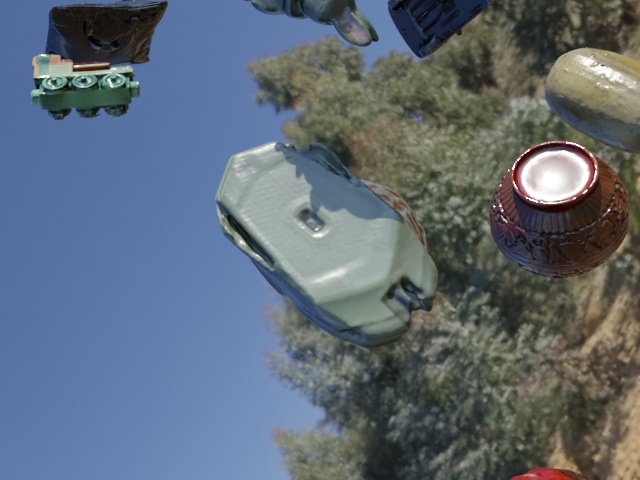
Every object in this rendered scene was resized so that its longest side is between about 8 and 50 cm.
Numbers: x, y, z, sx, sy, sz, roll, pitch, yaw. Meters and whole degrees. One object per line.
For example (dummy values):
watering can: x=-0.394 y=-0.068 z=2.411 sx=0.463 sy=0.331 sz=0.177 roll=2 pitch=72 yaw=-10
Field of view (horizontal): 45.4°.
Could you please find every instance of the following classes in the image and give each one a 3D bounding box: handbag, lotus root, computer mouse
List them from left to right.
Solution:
handbag: x=-0.465 y=-0.440 z=1.645 sx=0.254 sy=0.088 sz=0.211 roll=-13 pitch=-19 yaw=-31
computer mouse: x=0.002 y=0.003 z=1.271 sx=0.228 sy=0.429 sz=0.145 roll=-43 pitch=-22 yaw=-15
lotus root: x=0.593 y=-0.265 z=1.488 sx=0.169 sy=0.343 sz=0.151 roll=-42 pitch=-38 yaw=-12

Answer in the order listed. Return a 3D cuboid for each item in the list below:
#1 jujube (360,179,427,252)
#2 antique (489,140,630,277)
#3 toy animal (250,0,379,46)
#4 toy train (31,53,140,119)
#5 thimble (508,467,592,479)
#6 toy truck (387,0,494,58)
jujube: x=0.114 y=0.008 z=1.664 sx=0.308 sy=0.215 sz=0.246 roll=28 pitch=-117 yaw=-53
antique: x=0.175 y=-0.019 z=0.563 sx=0.104 sy=0.104 sz=0.104 roll=-48 pitch=-24 yaw=-29
toy animal: x=-0.005 y=-0.388 z=1.183 sx=0.138 sy=0.236 sz=0.108 roll=-42 pitch=-33 yaw=-46
toy train: x=-0.392 y=-0.262 z=1.276 sx=0.176 sy=0.118 sz=0.074 roll=-7 pitch=-43 yaw=-11
thimble: x=0.168 y=0.265 z=0.554 sx=0.190 sy=0.125 sz=0.163 roll=-25 pitch=-58 yaw=-20
toy truck: x=0.210 y=-0.374 z=1.130 sx=0.114 sy=0.107 sz=0.253 roll=-35 pitch=4 yaw=-28
